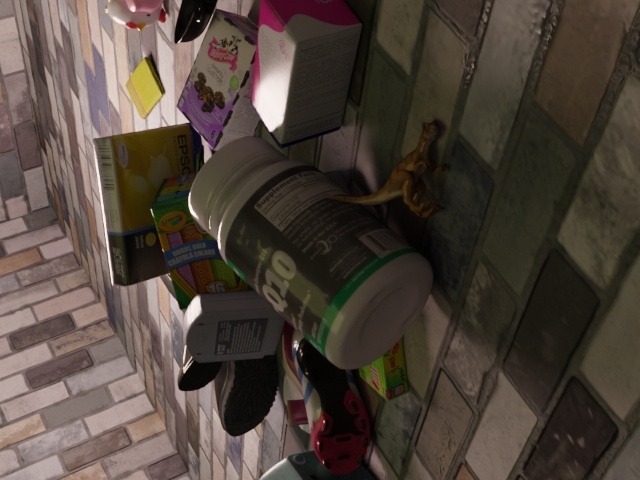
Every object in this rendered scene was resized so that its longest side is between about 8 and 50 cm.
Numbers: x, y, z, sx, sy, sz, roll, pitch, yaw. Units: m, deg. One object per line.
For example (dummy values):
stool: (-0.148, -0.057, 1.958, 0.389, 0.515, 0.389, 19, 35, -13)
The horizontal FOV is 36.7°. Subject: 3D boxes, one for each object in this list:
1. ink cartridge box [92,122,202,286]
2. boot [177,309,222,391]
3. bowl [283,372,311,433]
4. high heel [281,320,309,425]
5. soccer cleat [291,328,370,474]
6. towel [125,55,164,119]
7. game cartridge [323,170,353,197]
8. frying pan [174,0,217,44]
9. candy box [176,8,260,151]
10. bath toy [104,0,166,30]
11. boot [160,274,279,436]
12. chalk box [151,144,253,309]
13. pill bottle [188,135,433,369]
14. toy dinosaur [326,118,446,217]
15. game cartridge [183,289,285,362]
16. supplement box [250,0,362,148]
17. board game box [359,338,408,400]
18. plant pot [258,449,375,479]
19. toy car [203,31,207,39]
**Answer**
ink cartridge box: (-0.322, -0.085, 2.013, 0.072, 0.307, 0.303, 4, 105, 39)
boot: (-0.273, 0.204, 2.146, 0.161, 0.083, 0.246, 59, 135, 43)
bowl: (-0.035, 0.335, 2.042, 0.142, 0.053, 0.142, 53, 152, 37)
high heel: (-0.017, 0.257, 1.956, 0.082, 0.117, 0.244, 95, 169, -60)
soccer cleat: (0.021, 0.283, 1.826, 0.143, 0.116, 0.331, -107, 5, -65)
towel: (-0.432, -0.374, 2.381, 0.102, 0.021, 0.237, 64, 157, -3)
game cartridge: (0.000, 0.000, 1.674, 0.198, 0.062, 0.297, 61, 157, 9)
frying pan: (-0.191, -0.431, 1.630, 0.326, 0.053, 0.197, 9, 83, 70)
candy box: (-0.155, -0.273, 1.660, 0.165, 0.070, 0.196, 48, 121, 42)
bath toy: (-0.352, -0.527, 1.942, 0.348, 0.129, 0.151, -43, 26, 64)
boot: (-0.274, 0.202, 2.327, 0.445, 0.146, 0.367, 39, 131, 41)
chalk box: (-0.221, -0.039, 1.901, 0.180, 0.179, 0.289, -87, -15, -70)
pill bottle: (-0.023, 0.008, 1.450, 0.361, 0.204, 0.204, 41, 146, 29)
toy dinosaur: (0.114, -0.079, 1.318, 0.211, 0.064, 0.112, -45, 66, 37)
game cartridge: (-0.175, 0.173, 1.927, 0.294, 0.196, 0.060, 109, 152, -63)
supplement box: (-0.026, -0.260, 1.429, 0.111, 0.114, 0.220, 58, 156, 27)
board game box: (0.096, 0.167, 1.606, 0.092, 0.043, 0.181, 35, 140, 53)
plant pot: (0.000, 0.554, 1.923, 0.247, 0.248, 0.252, 43, 128, 47)
toy car: (-0.174, -0.299, 1.807, 0.225, 0.053, 0.239, 63, 157, 14)
